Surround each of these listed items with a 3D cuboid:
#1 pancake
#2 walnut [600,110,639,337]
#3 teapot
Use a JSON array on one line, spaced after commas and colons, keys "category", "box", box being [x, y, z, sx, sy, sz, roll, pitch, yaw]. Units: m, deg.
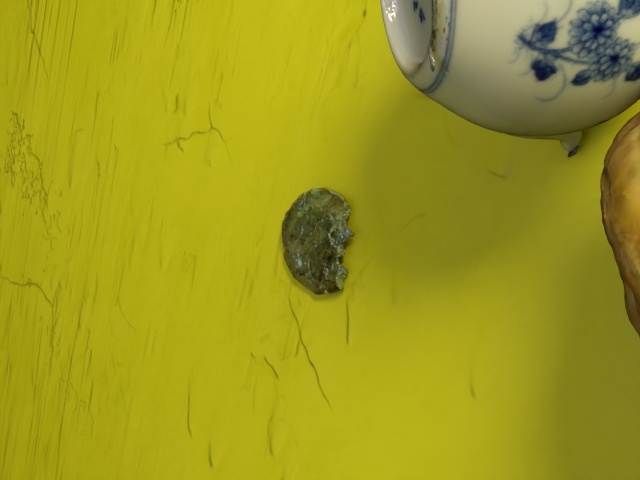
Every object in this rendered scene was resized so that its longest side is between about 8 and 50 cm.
[{"category": "pancake", "box": [-0.005, -0.001, 1.020, 0.116, 0.023, 0.129, 23, 106, 43]}, {"category": "walnut", "box": [0.320, -0.008, 0.549, 0.252, 0.277, 0.313, -19, 37, 14]}, {"category": "teapot", "box": [0.194, -0.211, 0.636, 0.424, 0.280, 0.252, 92, 166, -52]}]
